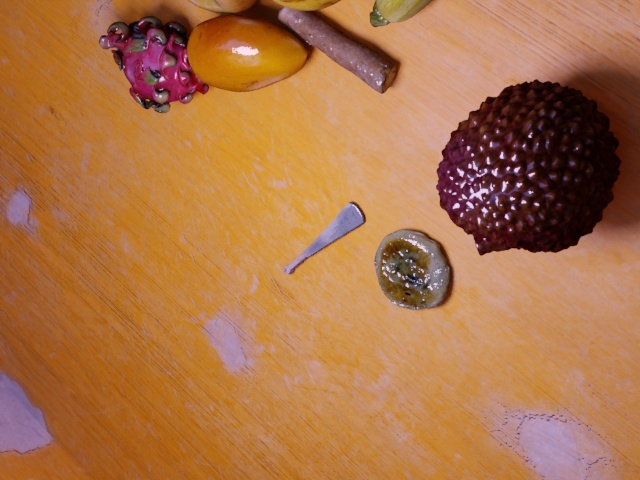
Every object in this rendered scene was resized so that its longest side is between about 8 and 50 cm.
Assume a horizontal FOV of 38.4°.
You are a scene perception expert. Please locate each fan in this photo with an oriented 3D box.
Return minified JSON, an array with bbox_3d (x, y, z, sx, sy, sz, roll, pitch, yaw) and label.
[{"bbox_3d":[0.000,0.000,2.097,0.282,0.023,0.057,-38,83,38],"label":"fan"}]

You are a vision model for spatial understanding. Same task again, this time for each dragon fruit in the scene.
[{"bbox_3d":[-0.379,-0.426,2.138,0.198,0.218,0.272,-33,77,-5],"label":"dragon fruit"}]

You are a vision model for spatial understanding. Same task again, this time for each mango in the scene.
[{"bbox_3d":[-0.153,-0.403,1.974,0.257,0.138,0.187,-3,136,33],"label":"mango"}]

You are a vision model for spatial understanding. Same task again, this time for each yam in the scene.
[{"bbox_3d":[0.031,-0.405,1.900,0.300,0.066,0.066,37,125,21],"label":"yam"}]

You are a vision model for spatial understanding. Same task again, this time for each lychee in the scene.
[{"bbox_3d":[0.356,-0.118,1.605,0.306,0.306,0.330,28,108,27],"label":"lychee"}]

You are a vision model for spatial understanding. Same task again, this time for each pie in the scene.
[{"bbox_3d":[0.192,0.065,1.957,0.187,0.041,0.186,13,113,33],"label":"pie"}]

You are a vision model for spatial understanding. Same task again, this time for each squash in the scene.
[{"bbox_3d":[0.179,-0.478,1.731,0.137,0.137,0.287,50,134,13],"label":"squash"}]

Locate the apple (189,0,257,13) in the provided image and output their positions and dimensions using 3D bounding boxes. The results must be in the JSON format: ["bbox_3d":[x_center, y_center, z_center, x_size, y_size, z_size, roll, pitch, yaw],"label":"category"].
[{"bbox_3d":[-0.211,-0.581,1.932,0.235,0.210,0.173,22,82,34],"label":"apple"}]

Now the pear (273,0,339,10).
[{"bbox_3d":[-0.032,-0.577,1.755,0.281,0.281,0.280,14,114,34],"label":"pear"}]
